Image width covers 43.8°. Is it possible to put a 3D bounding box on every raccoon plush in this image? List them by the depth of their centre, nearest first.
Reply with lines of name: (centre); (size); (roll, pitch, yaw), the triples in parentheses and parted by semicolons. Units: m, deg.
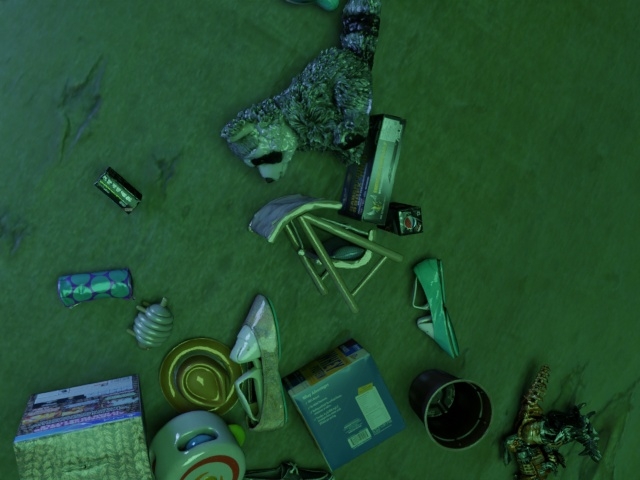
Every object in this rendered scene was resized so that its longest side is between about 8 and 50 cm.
raccoon plush: (-0.047, -0.341, 1.701); (0.299, 0.216, 0.446); (8, 77, -5)

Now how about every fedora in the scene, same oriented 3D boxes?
fedora: (-0.257, 0.313, 1.753); (0.194, 0.079, 0.194); (-2, 98, -14)

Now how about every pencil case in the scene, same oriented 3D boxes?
pencil case: (-0.472, 0.101, 1.681); (0.152, 0.064, 0.070); (-8, 83, -13)

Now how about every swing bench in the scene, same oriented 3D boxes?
swing bench: (0.000, 0.000, 1.691); (0.255, 0.253, 0.165); (42, 85, -16)

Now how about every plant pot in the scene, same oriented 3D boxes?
plant pot: (0.290, 0.382, 1.855); (0.167, 0.165, 0.166); (-2, 97, -15)

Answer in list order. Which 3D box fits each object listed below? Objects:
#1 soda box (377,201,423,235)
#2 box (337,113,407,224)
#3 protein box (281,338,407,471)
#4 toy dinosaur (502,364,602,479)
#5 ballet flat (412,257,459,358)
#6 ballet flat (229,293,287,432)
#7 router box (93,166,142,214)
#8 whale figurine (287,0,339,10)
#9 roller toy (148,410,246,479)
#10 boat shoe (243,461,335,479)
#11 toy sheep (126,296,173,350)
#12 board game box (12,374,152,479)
soda box: (0.173, -0.049, 1.772); (0.053, 0.169, 0.060); (-9, 99, -12)
box: (0.110, -0.156, 1.737); (0.056, 0.183, 0.230); (11, 94, -16)
protein box: (0.051, 0.369, 1.807); (0.200, 0.136, 0.201); (-29, 103, -9)
toy dinosaur: (0.556, 0.476, 1.950); (0.219, 0.164, 0.321); (-2, 119, 2)
ballet flat: (0.264, 0.162, 1.876); (0.087, 0.083, 0.247); (-10, 100, 12)
ballet flat: (-0.141, 0.280, 1.758); (0.106, 0.108, 0.315); (-12, 99, -28)
router box: (-0.415, -0.104, 1.641); (0.092, 0.122, 0.038); (43, 90, -15)
whale figurine: (0.018, -0.599, 1.683); (0.272, 0.141, 0.216); (-9, 98, -15)
roller toy: (-0.264, 0.480, 1.706); (0.209, 0.146, 0.191); (-51, 132, 5)
boat shoe: (-0.073, 0.550, 1.828); (0.220, 0.078, 0.070); (-6, 99, -12)
toy sheep: (-0.359, 0.178, 1.709); (0.091, 0.091, 0.132); (20, 110, -16)
board game box: (-0.468, 0.395, 1.600); (0.232, 0.291, 0.141); (-9, 99, -12)
